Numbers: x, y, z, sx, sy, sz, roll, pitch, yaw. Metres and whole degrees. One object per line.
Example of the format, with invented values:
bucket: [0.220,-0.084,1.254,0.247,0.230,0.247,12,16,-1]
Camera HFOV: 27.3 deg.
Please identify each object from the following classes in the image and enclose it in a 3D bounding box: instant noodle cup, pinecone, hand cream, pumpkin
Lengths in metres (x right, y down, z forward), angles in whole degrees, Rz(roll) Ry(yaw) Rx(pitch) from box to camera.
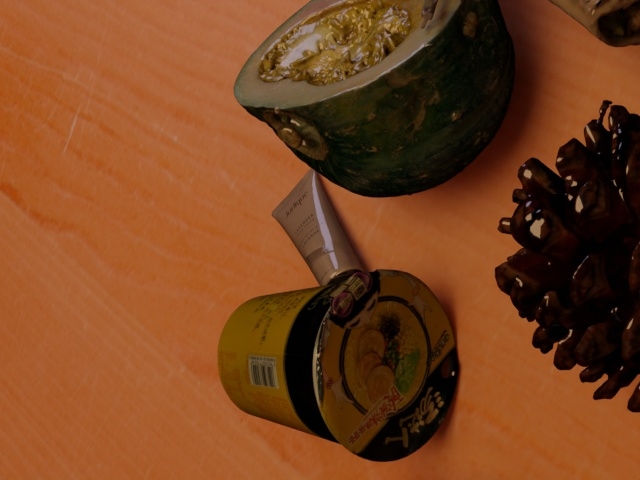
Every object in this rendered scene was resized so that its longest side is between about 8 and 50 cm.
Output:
instant noodle cup: [0.004,0.138,1.511,0.236,0.215,0.215,-2,84,49]
pinecone: [0.295,0.017,1.214,0.296,0.242,0.298,34,129,41]
hand cream: [0.000,0.000,1.623,0.087,0.054,0.186,-48,50,23]
pumpkin: [0.083,-0.168,1.457,0.293,0.197,0.263,11,57,50]

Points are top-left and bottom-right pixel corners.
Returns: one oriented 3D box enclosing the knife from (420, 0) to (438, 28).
knife: [0.115,-0.315,1.389,0.278,0.053,0.123,-101,33,-62]

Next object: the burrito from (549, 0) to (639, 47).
burrito: [0.260,-0.331,1.352,0.190,0.135,0.332,-36,54,-1]
